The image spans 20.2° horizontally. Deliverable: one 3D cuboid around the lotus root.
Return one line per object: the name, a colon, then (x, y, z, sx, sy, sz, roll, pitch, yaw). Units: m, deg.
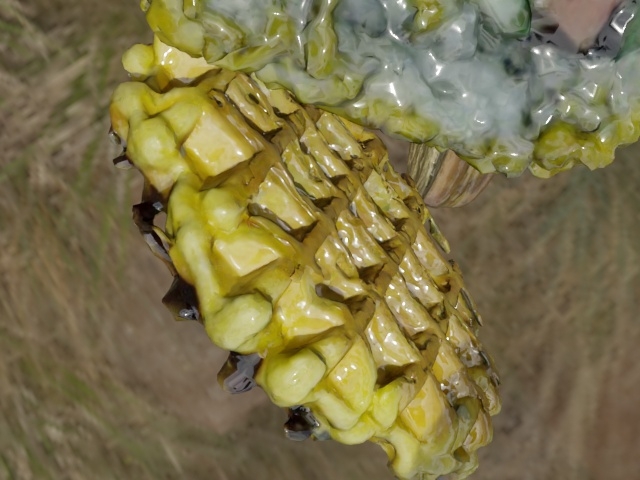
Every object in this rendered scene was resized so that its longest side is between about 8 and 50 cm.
lotus root: (0.142, -0.097, 1.790, 0.095, 0.159, 0.135, 18, 97, -10)

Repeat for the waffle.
waffle: (0.000, 0.000, 1.345, 0.095, 0.380, 0.382, -36, 147, 21)

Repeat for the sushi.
sushi: (0.084, -0.242, 1.099, 0.396, 0.240, 0.351, 19, 103, -22)
